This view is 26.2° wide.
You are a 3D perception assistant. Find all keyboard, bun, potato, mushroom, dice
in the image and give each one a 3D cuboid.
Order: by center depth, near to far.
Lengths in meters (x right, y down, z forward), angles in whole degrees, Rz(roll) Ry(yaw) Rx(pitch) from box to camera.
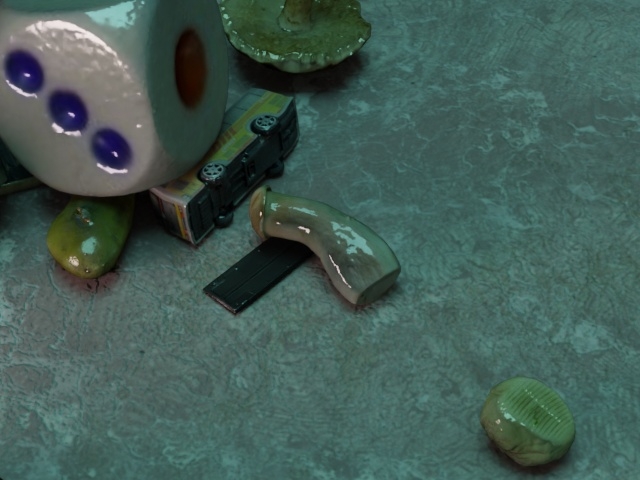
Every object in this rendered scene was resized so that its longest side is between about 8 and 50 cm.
[{"bbox_3d":[0.243,0.219,1.634,0.115,0.069,0.115,16,42,-15],"label":"bun"},{"bbox_3d":[0.001,-0.004,1.813,0.223,0.092,0.081,34,12,15],"label":"mushroom"},{"bbox_3d":[-0.281,-0.228,1.837,0.251,0.259,0.243,2,31,22],"label":"dice"},{"bbox_3d":[-0.300,-0.025,1.838,0.105,0.085,0.188,14,44,9],"label":"potato"},{"bbox_3d":[-0.064,0.027,1.844,0.067,0.011,0.202,33,55,28],"label":"keyboard"},{"bbox_3d":[-0.036,-0.405,2.076,0.233,0.302,0.208,-5,13,-24],"label":"mushroom"}]

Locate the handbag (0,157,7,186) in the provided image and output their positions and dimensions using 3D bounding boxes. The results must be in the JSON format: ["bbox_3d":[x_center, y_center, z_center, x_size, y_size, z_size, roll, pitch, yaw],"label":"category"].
[{"bbox_3d":[-0.516,-0.109,1.875,0.117,0.182,0.270,15,35,-44],"label":"handbag"}]

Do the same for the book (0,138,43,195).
[{"bbox_3d":[-0.357,-0.198,2.036,0.373,0.028,0.262,-17,49,-16],"label":"book"}]

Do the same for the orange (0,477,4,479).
[{"bbox_3d":[-0.409,0.336,1.394,0.274,0.274,0.310,-18,62,-18],"label":"orange"}]

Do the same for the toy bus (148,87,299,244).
[{"bbox_3d":[-0.131,-0.110,1.920,0.106,0.092,0.268,20,49,28],"label":"toy bus"}]
